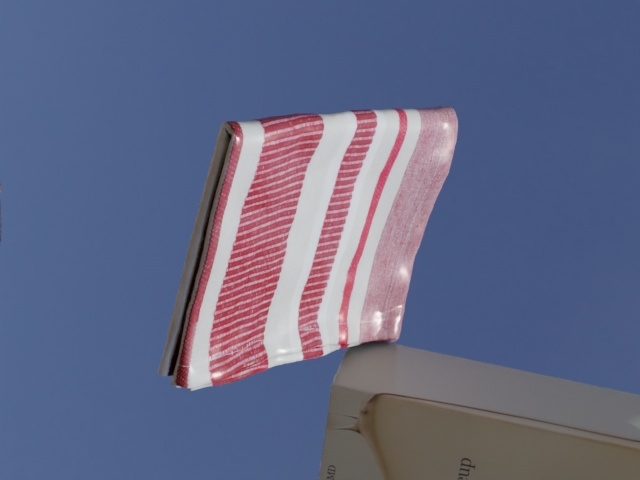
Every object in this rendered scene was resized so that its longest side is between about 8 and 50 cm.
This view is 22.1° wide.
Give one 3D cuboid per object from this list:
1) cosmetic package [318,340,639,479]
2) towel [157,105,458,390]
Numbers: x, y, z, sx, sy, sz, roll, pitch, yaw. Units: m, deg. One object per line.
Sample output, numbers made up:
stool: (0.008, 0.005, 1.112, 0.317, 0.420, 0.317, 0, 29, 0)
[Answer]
cosmetic package: (0.160, 0.209, 1.552, 0.113, 0.309, 0.160, -63, 162, -64)
towel: (0.000, 0.000, 1.436, 0.037, 0.329, 0.237, 25, -70, 31)
